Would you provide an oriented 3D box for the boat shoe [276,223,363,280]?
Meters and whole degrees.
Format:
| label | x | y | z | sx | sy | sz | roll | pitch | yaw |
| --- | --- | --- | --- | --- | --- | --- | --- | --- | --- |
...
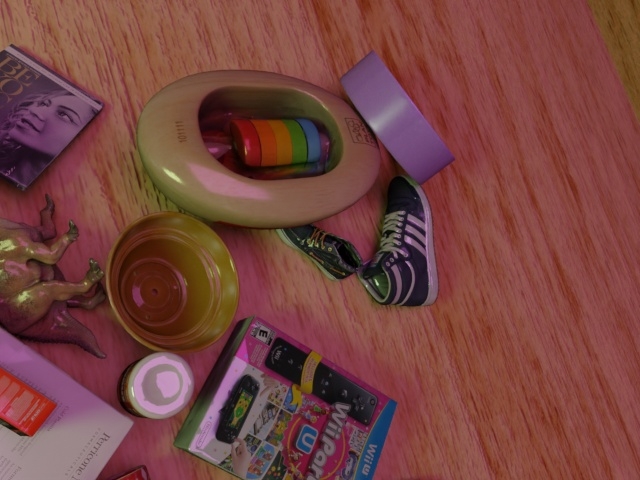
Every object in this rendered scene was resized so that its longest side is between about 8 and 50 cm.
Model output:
| label | x | y | z | sx | sy | sz | roll | pitch | yaw |
| --- | --- | --- | --- | --- | --- | --- | --- | --- | --- |
| boat shoe | 0.000 | 0.000 | 0.969 | 0.183 | 0.083 | 0.065 | 41 | 58 | -12 |

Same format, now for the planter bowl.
| label | x | y | z | sx | sy | sz | roll | pitch | yaw |
| --- | --- | --- | --- | --- | --- | --- | --- | --- | --- |
| planter bowl | -0.238 | 0.072 | 0.793 | 0.217 | 0.090 | 0.218 | 20 | 60 | -39 |

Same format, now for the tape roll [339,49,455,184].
| label | x | y | z | sx | sy | sz | roll | pitch | yaw |
| --- | --- | --- | --- | --- | --- | --- | --- | --- | --- |
| tape roll | 0.158 | -0.248 | 1.049 | 0.275 | 0.090 | 0.275 | 46 | 19 | -21 |

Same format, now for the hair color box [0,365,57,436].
| label | x | y | z | sx | sy | sz | roll | pitch | yaw |
| --- | --- | --- | --- | --- | --- | --- | --- | --- | --- |
| hair color box | -0.371 | 0.161 | 0.569 | 0.141 | 0.072 | 0.043 | 44 | 51 | -18 |

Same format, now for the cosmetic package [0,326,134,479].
| label | x | y | z | sx | sy | sz | roll | pitch | yaw |
| --- | --- | --- | --- | --- | --- | --- | --- | --- | --- |
| cosmetic package | -0.446 | 0.293 | 0.572 | 0.284 | 0.097 | 0.377 | 44 | 53 | -17 |

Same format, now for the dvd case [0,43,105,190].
| label | x | y | z | sx | sy | sz | roll | pitch | yaw |
| --- | --- | --- | --- | --- | --- | --- | --- | --- | --- |
| dvd case | -0.456 | -0.192 | 0.777 | 0.164 | 0.018 | 0.221 | 33 | 45 | -16 |

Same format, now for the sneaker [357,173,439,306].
| label | x | y | z | sx | sy | sz | roll | pitch | yaw |
| --- | --- | --- | --- | --- | --- | --- | --- | --- | --- |
| sneaker | 0.148 | -0.002 | 1.047 | 0.153 | 0.099 | 0.283 | -2 | 78 | -32 |

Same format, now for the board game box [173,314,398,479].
| label | x | y | z | sx | sy | sz | roll | pitch | yaw |
| --- | --- | --- | --- | --- | --- | --- | --- | --- | --- |
| board game box | -0.045 | 0.296 | 0.839 | 0.303 | 0.097 | 0.224 | 35 | 60 | -17 |

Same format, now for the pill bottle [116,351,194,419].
| label | x | y | z | sx | sy | sz | roll | pitch | yaw |
| --- | --- | --- | --- | --- | --- | --- | --- | --- | --- |
| pill bottle | -0.237 | 0.205 | 0.723 | 0.085 | 0.152 | 0.086 | 10 | 69 | -27 |

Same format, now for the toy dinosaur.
| label | x | y | z | sx | sy | sz | roll | pitch | yaw |
| --- | --- | --- | --- | --- | --- | --- | --- | --- | --- |
| toy dinosaur | -0.416 | 0.056 | 0.694 | 0.200 | 0.127 | 0.296 | -32 | 102 | -28 |

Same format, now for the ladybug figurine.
| label | x | y | z | sx | sy | sz | roll | pitch | yaw |
| --- | --- | --- | --- | --- | --- | --- | --- | --- | --- |
| ladybug figurine | -0.094 | -0.146 | 0.904 | 0.448 | 0.162 | 0.305 | -5 | 65 | -30 |

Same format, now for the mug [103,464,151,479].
| label | x | y | z | sx | sy | sz | roll | pitch | yaw |
| --- | --- | --- | --- | --- | --- | --- | --- | --- | --- |
| mug | -0.250 | 0.402 | 0.697 | 0.113 | 0.150 | 0.170 | -23 | 80 | 3 |
